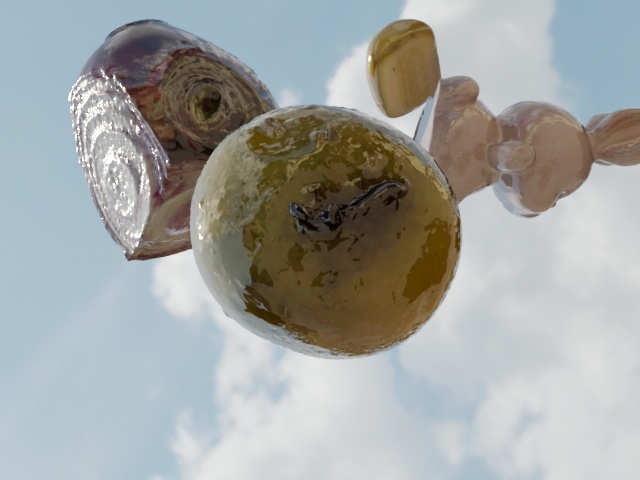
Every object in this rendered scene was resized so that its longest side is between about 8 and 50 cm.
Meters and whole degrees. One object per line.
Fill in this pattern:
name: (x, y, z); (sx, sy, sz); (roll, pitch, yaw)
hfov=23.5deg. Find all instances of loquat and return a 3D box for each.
loquat: (0.000, 0.000, 0.972); (0.204, 0.172, 0.149); (122, 166, -64)

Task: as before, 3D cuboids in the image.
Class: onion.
onion: (-0.143, -0.118, 1.619); (0.207, 0.206, 0.216); (-14, -23, -35)

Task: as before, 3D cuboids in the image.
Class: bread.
bread: (0.082, -0.184, 1.600); (0.082, 0.056, 0.115); (-33, -36, -8)

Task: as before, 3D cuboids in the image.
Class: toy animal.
toy animal: (0.183, -0.065, 1.277); (0.213, 0.124, 0.124); (6, -59, -3)
